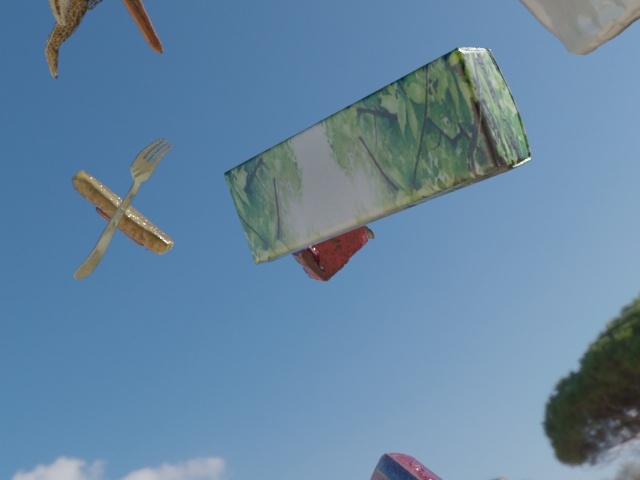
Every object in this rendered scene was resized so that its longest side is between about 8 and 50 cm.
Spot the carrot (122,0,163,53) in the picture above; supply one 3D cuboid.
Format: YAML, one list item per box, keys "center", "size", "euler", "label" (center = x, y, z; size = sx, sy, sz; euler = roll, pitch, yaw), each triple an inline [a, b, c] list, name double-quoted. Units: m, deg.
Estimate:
- center: [-0.342, -0.425, 1.562]
  size: [0.037, 0.037, 0.190]
  euler: [-24, -55, 4]
  label: "carrot"

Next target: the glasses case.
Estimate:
- center: [0.035, -0.061, 0.698]
  size: [0.272, 0.095, 0.062]
  euler: [-21, -3, 42]
  label: "glasses case"

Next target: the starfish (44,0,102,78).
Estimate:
- center: [-0.305, -0.351, 1.130]
  size: [0.062, 0.236, 0.277]
  euler: [26, -69, -6]
  label: "starfish"

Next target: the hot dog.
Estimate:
- center: [-0.359, -0.044, 1.510]
  size: [0.047, 0.215, 0.066]
  euler: [-51, 9, 2]
  label: "hot dog"

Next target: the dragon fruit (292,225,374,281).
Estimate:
- center: [0.000, 0.000, 1.345]
  size: [0.147, 0.102, 0.096]
  euler: [-45, 22, -30]
  label: "dragon fruit"

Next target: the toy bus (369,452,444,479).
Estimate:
- center: [0.130, 0.308, 0.931]
  size: [0.065, 0.192, 0.077]
  euler: [15, -83, -39]
  label: "toy bus"

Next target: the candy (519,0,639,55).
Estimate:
- center: [0.177, -0.255, 0.401]
  size: [0.145, 0.208, 0.358]
  euler: [-46, 2, -16]
  label: "candy"

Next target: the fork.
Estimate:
- center: [-0.265, -0.042, 1.121]
  size: [0.219, 0.028, 0.034]
  euler: [-59, -36, -2]
  label: "fork"
